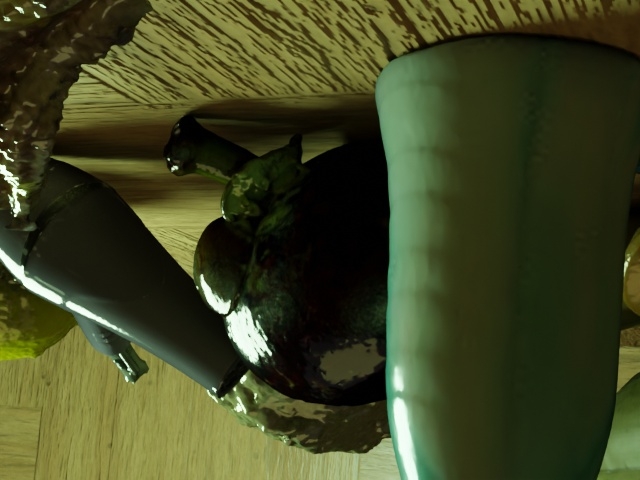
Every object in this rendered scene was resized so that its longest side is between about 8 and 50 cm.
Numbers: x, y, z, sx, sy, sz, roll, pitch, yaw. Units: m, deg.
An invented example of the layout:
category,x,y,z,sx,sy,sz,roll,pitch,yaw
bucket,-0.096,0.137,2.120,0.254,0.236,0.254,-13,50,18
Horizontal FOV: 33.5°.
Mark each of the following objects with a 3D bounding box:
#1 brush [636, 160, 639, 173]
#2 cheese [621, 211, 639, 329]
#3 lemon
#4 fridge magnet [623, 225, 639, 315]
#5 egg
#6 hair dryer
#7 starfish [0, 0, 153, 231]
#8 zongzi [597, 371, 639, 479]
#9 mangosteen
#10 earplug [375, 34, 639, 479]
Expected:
category,x,y,z,sx,sy,sz,roll,pitch,yaw
brush,0.248,-0.063,0.868,0.164,0.014,0.051,8,171,-24
cheese,0.268,0.035,1.136,0.316,0.128,0.259,0,163,-11
lemon,-0.353,0.039,1.187,0.192,0.192,0.231,8,178,-21
fridge magnet,0.337,0.016,0.970,0.143,0.063,0.143,-8,130,-9
egg,0.002,0.097,1.152,0.279,0.279,0.310,-2,159,32
hair dryer,-0.192,0.078,1.071,0.301,0.121,0.361,36,159,13
starfish,-0.074,-0.096,0.393,0.398,0.132,0.384,-9,174,19
zongzi,0.520,0.150,1.072,0.467,0.218,0.500,-15,165,-17
mangosteen,0.000,0.000,0.852,0.289,0.231,0.231,45,154,-19
earplug,0.120,0.053,0.680,0.185,0.323,0.185,3,170,1
